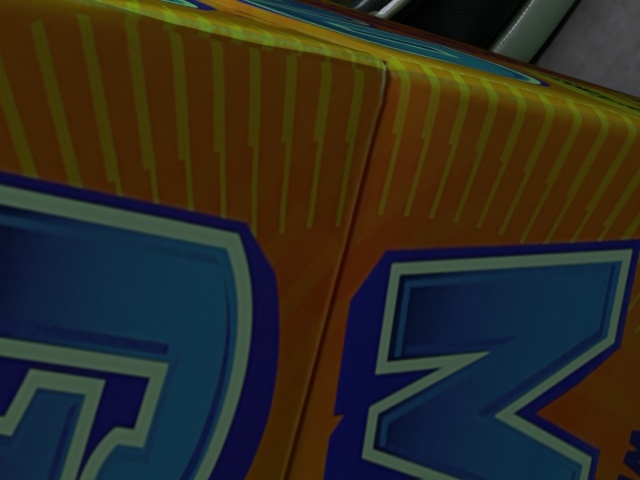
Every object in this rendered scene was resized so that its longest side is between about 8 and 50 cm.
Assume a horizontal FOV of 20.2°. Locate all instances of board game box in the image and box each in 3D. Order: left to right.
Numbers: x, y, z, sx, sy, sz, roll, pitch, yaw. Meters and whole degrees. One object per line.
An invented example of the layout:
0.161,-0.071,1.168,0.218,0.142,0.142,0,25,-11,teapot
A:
-0.127,0.076,0.597,0.356,0.356,0.356,26,105,50,board game box

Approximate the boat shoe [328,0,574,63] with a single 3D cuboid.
0.099,-0.194,0.743,0.302,0.091,0.114,-61,36,11,boat shoe
